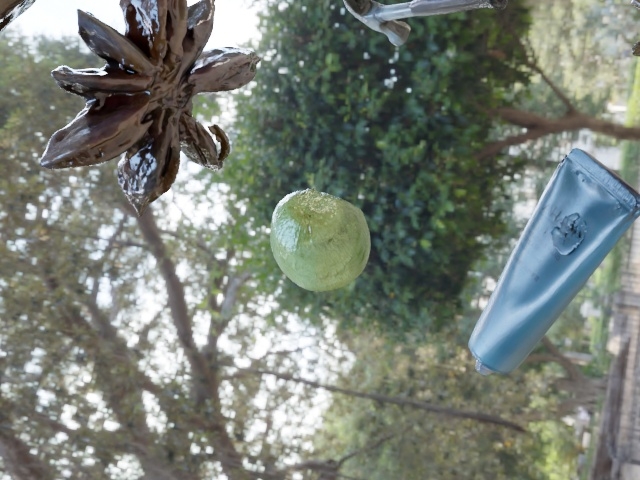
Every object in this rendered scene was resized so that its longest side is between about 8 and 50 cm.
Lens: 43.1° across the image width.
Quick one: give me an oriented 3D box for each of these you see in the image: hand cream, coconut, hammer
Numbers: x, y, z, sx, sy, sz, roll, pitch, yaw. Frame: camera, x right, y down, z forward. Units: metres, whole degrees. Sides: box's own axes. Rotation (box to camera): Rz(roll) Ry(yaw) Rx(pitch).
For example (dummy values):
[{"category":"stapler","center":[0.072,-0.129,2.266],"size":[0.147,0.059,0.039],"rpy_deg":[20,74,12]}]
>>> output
[{"category":"hand cream","center":[0.189,0.034,0.692],"size":[0.048,0.083,0.224],"rpy_deg":[-4,-50,-36]},{"category":"coconut","center":[0.000,0.000,0.691],"size":[0.096,0.087,0.088],"rpy_deg":[83,-159,-61]},{"category":"hammer","center":[0.105,-0.247,0.844],"size":[0.103,0.246,0.029],"rpy_deg":[27,-93,-26]}]

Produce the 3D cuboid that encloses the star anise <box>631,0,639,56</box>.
[{"category":"star anise","center":[0.603,-0.304,1.224],"size":[0.088,0.288,0.288],"rpy_deg":[100,-172,-58]}]

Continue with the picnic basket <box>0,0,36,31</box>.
[{"category":"picnic basket","center":[-0.326,-0.279,0.523],"size":[0.293,0.337,0.337],"rpy_deg":[-50,-26,-11]}]

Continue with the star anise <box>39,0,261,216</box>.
[{"category":"star anise","center":[-0.145,-0.140,0.720],"size":[0.229,0.093,0.236],"rpy_deg":[-19,-66,-37]}]
